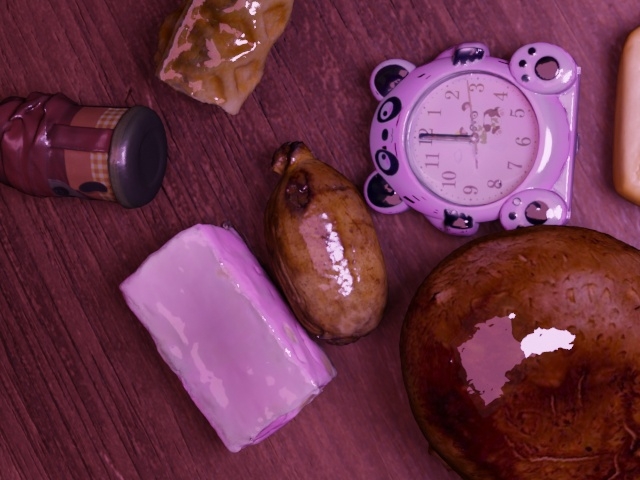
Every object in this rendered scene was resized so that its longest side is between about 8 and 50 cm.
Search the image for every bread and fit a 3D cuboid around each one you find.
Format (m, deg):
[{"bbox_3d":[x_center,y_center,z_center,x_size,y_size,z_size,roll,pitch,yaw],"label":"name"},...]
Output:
[{"bbox_3d":[-0.102,-0.302,1.284,0.152,0.130,0.268,31,100,20],"label":"bread"},{"bbox_3d":[0.397,-0.136,1.138,0.147,0.098,0.217,7,92,19],"label":"bread"}]

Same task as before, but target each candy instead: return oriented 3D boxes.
[{"bbox_3d":[-0.114,0.118,1.311,0.155,0.116,0.265,-38,82,13],"label":"candy"}]

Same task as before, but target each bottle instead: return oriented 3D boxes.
[{"bbox_3d":[-0.344,-0.120,1.369,0.271,0.143,0.156,7,133,15],"label":"bottle"}]

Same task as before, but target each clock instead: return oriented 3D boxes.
[{"bbox_3d":[0.176,-0.118,1.220,0.247,0.090,0.228,4,93,20],"label":"clock"}]

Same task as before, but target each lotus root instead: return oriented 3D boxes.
[{"bbox_3d":[0.000,0.000,1.256,0.145,0.128,0.260,-25,82,58],"label":"lotus root"}]

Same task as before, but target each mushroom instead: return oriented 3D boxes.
[{"bbox_3d":[0.259,0.148,1.125,0.345,0.345,0.239,-50,36,13],"label":"mushroom"}]
